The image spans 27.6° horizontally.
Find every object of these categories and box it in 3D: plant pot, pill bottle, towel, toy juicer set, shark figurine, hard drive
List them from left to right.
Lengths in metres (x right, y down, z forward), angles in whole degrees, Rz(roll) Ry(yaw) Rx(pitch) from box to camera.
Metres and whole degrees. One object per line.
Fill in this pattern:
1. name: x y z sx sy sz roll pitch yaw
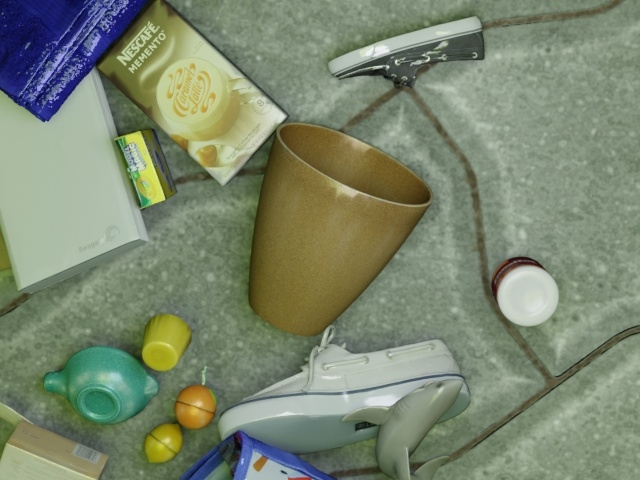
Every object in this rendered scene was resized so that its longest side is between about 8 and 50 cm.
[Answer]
1. towel: -0.372 -0.346 1.820 0.227 0.076 0.308 39 88 18
2. hard drive: -0.376 -0.104 1.843 0.203 0.040 0.308 -23 75 16
3. toy juicer set: -0.300 0.246 1.936 0.329 0.089 0.209 -23 115 19
4. plant pot: 0.000 0.000 1.832 0.237 0.237 0.254 24 109 -1
5. shark figurine: 0.123 0.315 1.838 0.166 0.116 0.278 -11 139 -8
6. pill bottle: 0.288 0.068 1.852 0.086 0.152 0.086 0 96 2

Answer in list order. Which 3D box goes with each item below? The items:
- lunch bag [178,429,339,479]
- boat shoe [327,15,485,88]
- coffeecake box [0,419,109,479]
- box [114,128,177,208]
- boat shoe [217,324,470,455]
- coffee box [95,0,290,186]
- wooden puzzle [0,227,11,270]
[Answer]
1. lunch bag: -0.088 0.491 1.833 0.328 0.239 0.385 31 94 -22
2. boat shoe: 0.127 -0.256 1.863 0.228 0.080 0.076 -16 94 -4
3. coffeecake box: -0.412 0.379 1.926 0.142 0.068 0.185 22 115 -1
4. box: -0.246 -0.103 1.836 0.043 0.179 0.105 -19 96 4
5. boat shoe: 0.023 0.200 1.879 0.367 0.136 0.156 -11 55 -9
6. coffee box: -0.181 -0.211 1.862 0.246 0.098 0.141 42 96 -3
7. wooden puzzle: -0.583 -0.031 1.901 0.238 0.044 0.221 -14 116 6
